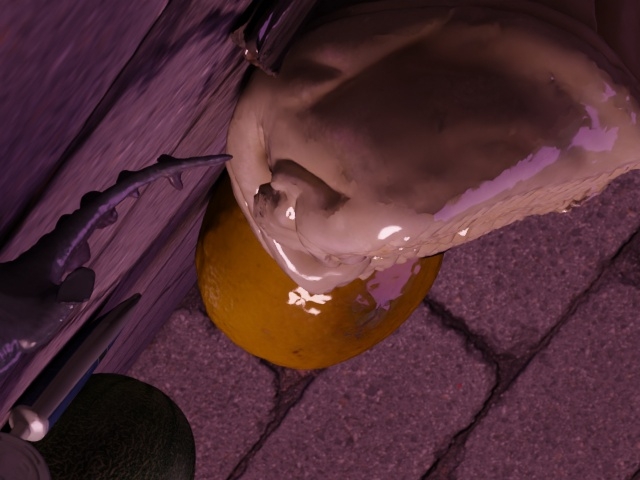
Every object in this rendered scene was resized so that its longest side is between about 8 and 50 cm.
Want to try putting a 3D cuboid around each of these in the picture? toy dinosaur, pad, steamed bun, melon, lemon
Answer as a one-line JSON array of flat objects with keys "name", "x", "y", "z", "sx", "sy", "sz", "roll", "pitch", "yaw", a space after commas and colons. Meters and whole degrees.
[{"name": "toy dinosaur", "x": -0.118, "y": 0.024, "z": 0.553, "sx": 0.209, "sy": 0.039, "sz": 0.082, "roll": -42, "pitch": -179, "yaw": -19}, {"name": "pad", "x": 0.027, "y": -0.197, "z": 0.812, "sx": 0.233, "sy": 0.022, "sz": 0.174, "roll": -54, "pitch": 180, "yaw": 6}, {"name": "steamed bun", "x": 0.087, "y": -0.118, "z": 1.029, "sx": 0.347, "sy": 0.237, "sz": 0.394, "roll": -23, "pitch": 175, "yaw": 26}, {"name": "melon", "x": -0.221, "y": 0.245, "z": 1.204, "sx": 0.287, "sy": 0.182, "sz": 0.182, "roll": -54, "pitch": -178, "yaw": -23}, {"name": "lemon", "x": -0.001, "y": 0.002, "z": 1.472, "sx": 0.260, "sy": 0.260, "sz": 0.284, "roll": -54, "pitch": 178, "yaw": -41}]

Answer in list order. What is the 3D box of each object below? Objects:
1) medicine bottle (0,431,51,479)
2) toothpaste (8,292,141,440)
[{"name": "medicine bottle", "x": -0.265, "y": 0.218, "z": 1.027, "sx": 0.218, "sy": 0.074, "sz": 0.074, "roll": -50, "pitch": -177, "yaw": 46}, {"name": "toothpaste", "x": -0.209, "y": 0.109, "z": 1.177, "sx": 0.057, "sy": 0.035, "sz": 0.197, "roll": -32, "pitch": -164, "yaw": 37}]
